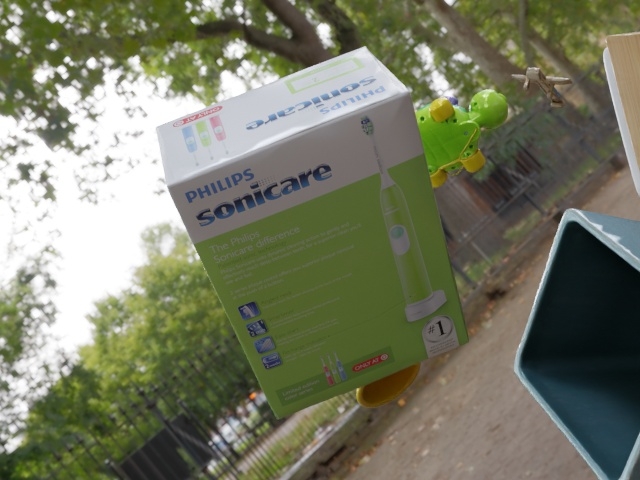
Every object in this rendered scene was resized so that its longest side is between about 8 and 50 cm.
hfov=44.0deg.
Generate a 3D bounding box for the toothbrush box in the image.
[{"bbox_3d":[0.000,0.000,0.733,0.206,0.122,0.283,-22,-54,-3],"label":"toothbrush box"}]

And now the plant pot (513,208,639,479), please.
[{"bbox_3d":[0.428,0.127,0.951,0.248,0.252,0.247,-120,38,-59],"label":"plant pot"}]

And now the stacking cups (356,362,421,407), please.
[{"bbox_3d":[0.010,0.083,1.074,0.096,0.316,0.096,-20,-45,-21],"label":"stacking cups"}]

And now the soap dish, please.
[{"bbox_3d":[0.606,-0.217,1.304,0.229,0.290,0.118,-12,-3,-25],"label":"soap dish"}]

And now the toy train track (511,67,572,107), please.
[{"bbox_3d":[0.186,-0.122,0.655,0.083,0.048,0.014,17,-94,-58],"label":"toy train track"}]

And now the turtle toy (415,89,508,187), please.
[{"bbox_3d":[0.148,-0.124,0.885,0.130,0.095,0.066,-22,25,32],"label":"turtle toy"}]
